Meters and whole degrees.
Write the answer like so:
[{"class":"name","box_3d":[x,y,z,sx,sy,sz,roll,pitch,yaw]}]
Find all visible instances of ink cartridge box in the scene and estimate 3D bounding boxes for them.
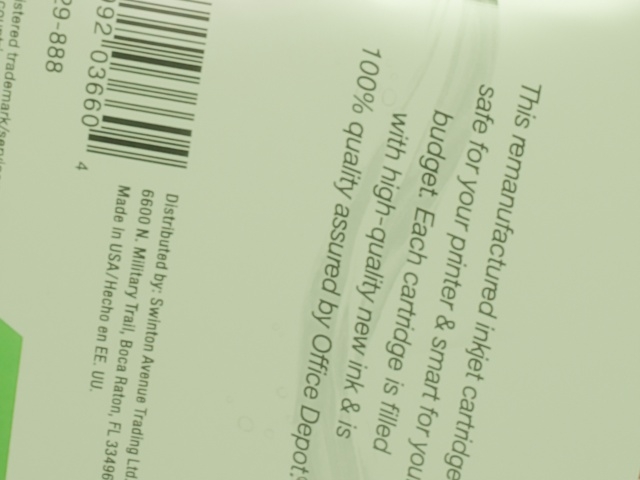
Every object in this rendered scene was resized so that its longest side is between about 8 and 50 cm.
[{"class":"ink cartridge box","box_3d":[0.000,0.000,0.411,0.289,0.121,0.211,10,99,1]}]
